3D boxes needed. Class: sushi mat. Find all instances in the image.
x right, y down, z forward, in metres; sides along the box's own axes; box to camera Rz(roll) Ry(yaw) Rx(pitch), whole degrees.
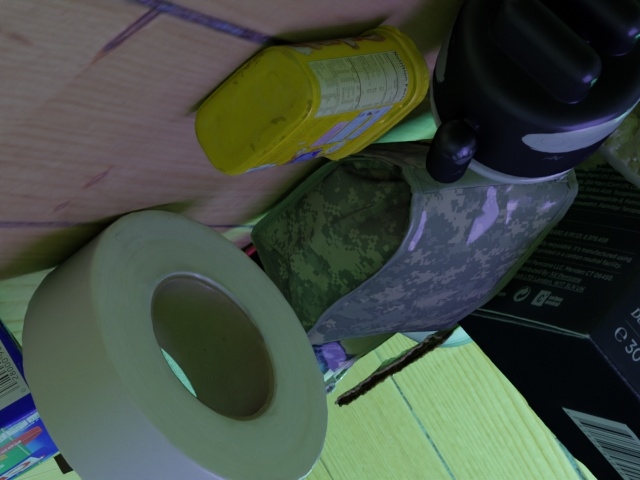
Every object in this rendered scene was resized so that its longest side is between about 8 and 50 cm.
[{"bbox_3d":[0.109,0.138,2.078,0.151,0.019,0.316,-35,176,12],"label":"sushi mat"}]

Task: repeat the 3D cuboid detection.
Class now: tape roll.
[{"bbox_3d":[-0.125,0.117,1.525,0.100,0.286,0.286,-37,170,29],"label":"tape roll"}]

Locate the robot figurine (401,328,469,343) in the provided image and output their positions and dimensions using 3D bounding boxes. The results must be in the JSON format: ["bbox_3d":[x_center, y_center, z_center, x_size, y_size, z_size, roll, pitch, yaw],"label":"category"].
[{"bbox_3d":[0.167,0.048,2.399,0.300,0.199,0.353,-18,173,5],"label":"robot figurine"}]

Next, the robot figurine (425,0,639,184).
[{"bbox_3d":[0.187,-0.152,1.480,0.209,0.173,0.278,-6,167,-7],"label":"robot figurine"}]

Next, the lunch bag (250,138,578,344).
[{"bbox_3d":[0.103,-0.019,1.800,0.235,0.169,0.287,-4,156,-37],"label":"lunch bag"}]

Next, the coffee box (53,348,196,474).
[{"bbox_3d":[-0.248,0.209,2.213,0.141,0.098,0.246,-35,170,21],"label":"coffee box"}]

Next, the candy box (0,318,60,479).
[{"bbox_3d":[-0.381,0.194,1.611,0.268,0.122,0.317,-30,172,-9],"label":"candy box"}]

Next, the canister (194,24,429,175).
[{"bbox_3d":[-0.006,-0.111,1.360,0.126,0.073,0.170,-37,168,33],"label":"canister"}]

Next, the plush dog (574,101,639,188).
[{"bbox_3d":[0.341,-0.200,1.838,0.225,0.210,0.262,-45,-159,-7],"label":"plush dog"}]

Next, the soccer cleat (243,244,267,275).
[{"bbox_3d":[0.000,0.000,1.982,0.248,0.083,0.095,-29,167,1],"label":"soccer cleat"}]

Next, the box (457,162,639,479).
[{"bbox_3d":[0.492,0.073,2.011,0.472,0.480,0.297,-50,-155,-16],"label":"box"}]

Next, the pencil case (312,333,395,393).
[{"bbox_3d":[0.094,0.037,2.148,0.410,0.183,0.160,-32,-177,2],"label":"pencil case"}]
